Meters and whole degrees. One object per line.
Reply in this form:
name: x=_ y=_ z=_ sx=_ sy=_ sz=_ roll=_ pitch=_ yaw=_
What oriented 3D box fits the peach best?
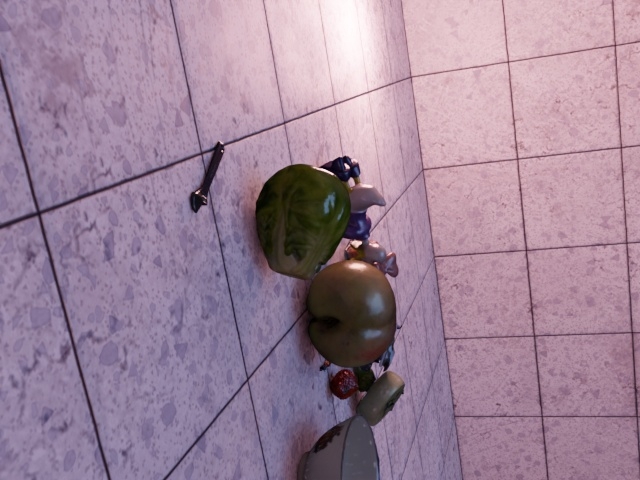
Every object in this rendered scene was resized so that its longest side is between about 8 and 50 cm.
peach: x=0.090 y=0.195 z=1.901 sx=0.292 sy=0.248 sz=0.292 roll=19 pitch=65 yaw=-45

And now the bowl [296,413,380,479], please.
bowl: x=0.036 y=0.612 z=1.782 sx=0.337 sy=0.158 sz=0.336 roll=-6 pitch=90 yaw=-72

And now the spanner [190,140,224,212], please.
spanner: x=-0.226 y=-0.131 z=1.416 sx=0.208 sy=0.012 sz=0.046 roll=-77 pitch=154 yaw=-42

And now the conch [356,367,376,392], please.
conch: x=0.140 y=0.448 z=2.305 sx=0.121 sy=0.074 sz=0.089 roll=65 pitch=-11 yaw=-8

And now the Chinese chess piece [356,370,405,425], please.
Chinese chess piece: x=0.197 y=0.514 z=2.275 sx=0.188 sy=0.083 sz=0.188 roll=-45 pitch=159 yaw=-23

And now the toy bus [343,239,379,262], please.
toy bus: x=0.152 y=0.128 z=2.303 sx=0.121 sy=0.120 sz=0.264 roll=-58 pitch=140 yaw=-62

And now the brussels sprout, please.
brussels sprout: x=-0.046 y=-0.041 z=1.630 sx=0.210 sy=0.220 sz=0.271 roll=5 pitch=100 yaw=-55

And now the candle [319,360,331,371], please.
candle: x=0.030 y=0.348 z=2.040 sx=0.167 sy=0.021 sz=0.026 roll=-38 pitch=120 yaw=-69

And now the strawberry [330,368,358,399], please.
strawberry: x=0.068 y=0.423 z=2.046 sx=0.096 sy=0.083 sz=0.083 roll=-43 pitch=126 yaw=-67

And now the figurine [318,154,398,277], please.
figurine: x=0.124 y=-0.062 z=2.121 sx=0.154 sy=0.193 sz=0.420 roll=-35 pitch=117 yaw=-53

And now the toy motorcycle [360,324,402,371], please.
toy motorcycle: x=0.179 y=0.313 z=2.253 sx=0.327 sy=0.143 sz=0.187 roll=11 pitch=99 yaw=-85
